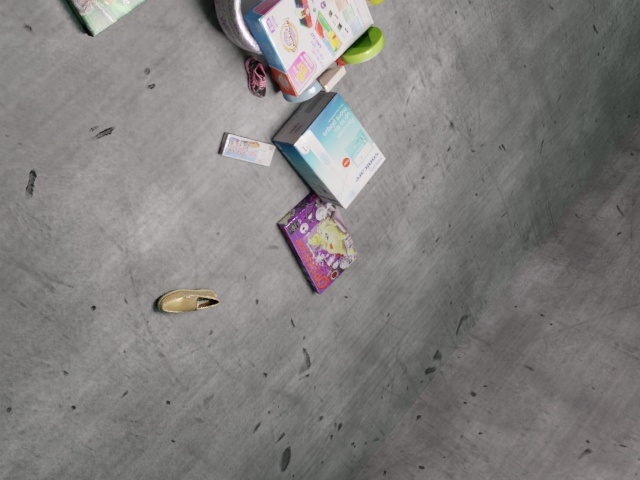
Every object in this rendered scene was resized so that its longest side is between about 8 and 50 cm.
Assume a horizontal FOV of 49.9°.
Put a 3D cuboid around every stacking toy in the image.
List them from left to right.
[{"bbox_3d":[0.041,-0.481,1.915,0.309,0.279,0.130,-44,134,-13],"label":"stacking toy"}]

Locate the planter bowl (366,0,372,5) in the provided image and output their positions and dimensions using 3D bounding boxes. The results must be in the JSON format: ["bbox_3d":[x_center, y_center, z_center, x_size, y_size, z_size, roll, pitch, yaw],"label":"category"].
[{"bbox_3d":[0.123,-0.735,1.963,0.162,0.162,0.109,-26,103,-33],"label":"planter bowl"}]

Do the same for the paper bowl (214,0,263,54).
[{"bbox_3d":[-0.145,-0.622,1.749,0.284,0.148,0.284,-22,125,-35],"label":"paper bowl"}]

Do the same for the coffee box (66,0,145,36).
[{"bbox_3d":[-0.472,-0.555,1.540,0.184,0.040,0.113,-43,135,-20],"label":"coffee box"}]

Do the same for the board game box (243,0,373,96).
[{"bbox_3d":[-0.019,-0.561,1.747,0.316,0.064,0.242,-47,136,-18],"label":"board game box"}]

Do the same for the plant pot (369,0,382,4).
[{"bbox_3d":[0.202,-0.764,1.804,0.207,0.227,0.228,-27,96,-16],"label":"plant pot"}]

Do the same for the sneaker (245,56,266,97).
[{"bbox_3d":[-0.168,-0.443,1.889,0.047,0.057,0.119,-39,135,-26],"label":"sneaker"}]

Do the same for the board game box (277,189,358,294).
[{"bbox_3d":[0.000,0.000,2.299,0.208,0.056,0.347,-41,135,-16],"label":"board game box"}]

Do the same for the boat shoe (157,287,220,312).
[{"bbox_3d":[-0.378,0.179,1.998,0.190,0.072,0.068,-11,118,-41],"label":"boat shoe"}]

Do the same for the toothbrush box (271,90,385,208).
[{"bbox_3d":[0.030,-0.275,2.091,0.216,0.126,0.295,-51,129,-13],"label":"toothbrush box"}]

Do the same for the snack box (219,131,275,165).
[{"bbox_3d":[-0.208,-0.260,1.972,0.178,0.022,0.064,8,106,-47],"label":"snack box"}]
